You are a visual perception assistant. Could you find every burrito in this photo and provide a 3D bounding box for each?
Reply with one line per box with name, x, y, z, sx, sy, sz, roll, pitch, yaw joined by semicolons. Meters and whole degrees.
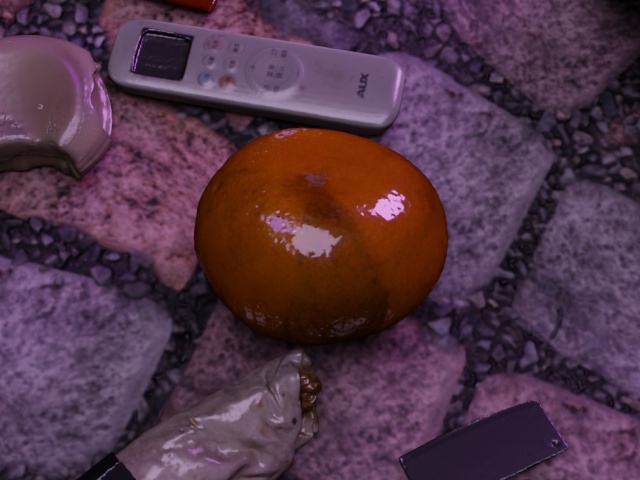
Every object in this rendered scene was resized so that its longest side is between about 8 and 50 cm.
burrito;-0.155;0.241;1.411;0.392;0.076;0.117;-33;96;-13

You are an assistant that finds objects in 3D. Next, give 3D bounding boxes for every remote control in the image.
remote control;-0.067;-0.171;1.604;0.310;0.038;0.090;11;67;4

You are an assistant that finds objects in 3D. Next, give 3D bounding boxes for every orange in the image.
orange;0.000;0.000;1.456;0.240;0.171;0.240;4;39;-3

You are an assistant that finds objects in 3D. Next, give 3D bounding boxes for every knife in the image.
knife;0.112;0.224;1.453;0.245;0.019;0.072;-25;57;-11

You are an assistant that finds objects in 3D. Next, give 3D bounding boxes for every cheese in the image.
cheese;-0.358;-0.120;1.560;0.286;0.082;0.163;-12;67;-3

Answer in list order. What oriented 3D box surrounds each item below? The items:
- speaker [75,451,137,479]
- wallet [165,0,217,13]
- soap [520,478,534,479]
speaker;-0.146;0.297;1.350;0.082;0.044;0.218;-38;100;-12
wallet;-0.195;-0.332;1.666;0.204;0.045;0.142;15;68;6
soap;0.165;0.294;1.413;0.089;0.033;0.168;10;66;5
